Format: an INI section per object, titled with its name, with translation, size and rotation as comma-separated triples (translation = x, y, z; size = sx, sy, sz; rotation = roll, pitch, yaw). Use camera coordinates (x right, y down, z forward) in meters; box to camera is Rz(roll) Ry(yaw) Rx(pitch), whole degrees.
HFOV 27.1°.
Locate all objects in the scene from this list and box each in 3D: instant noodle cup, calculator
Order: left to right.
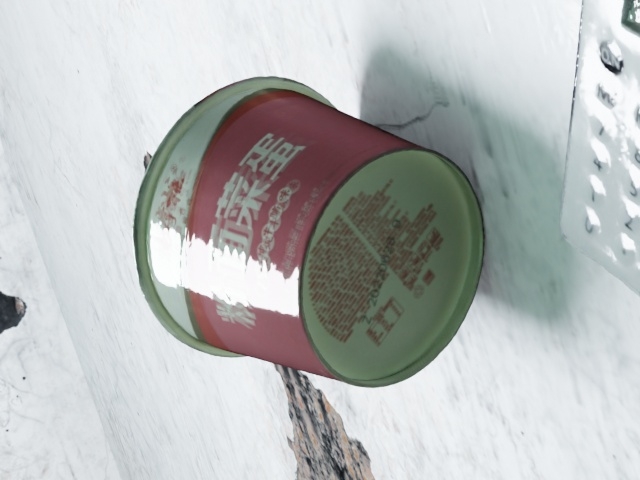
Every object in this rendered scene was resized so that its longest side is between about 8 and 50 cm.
[instant noodle cup]
translation = 0.000, 0.000, 1.012
size = 0.178, 0.235, 0.235
rotation = 19, 128, 49
[calculator]
translation = 0.198, -0.068, 0.745
size = 0.161, 0.021, 0.262
rotation = 44, 149, 43
